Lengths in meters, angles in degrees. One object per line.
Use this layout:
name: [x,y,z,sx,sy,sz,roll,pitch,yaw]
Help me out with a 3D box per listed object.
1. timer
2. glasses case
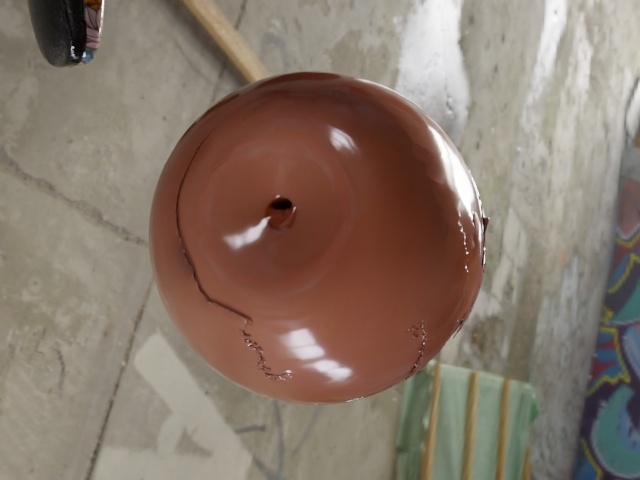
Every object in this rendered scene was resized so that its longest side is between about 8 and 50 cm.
timer: [0.000,0.000,0.600,0.215,0.230,0.229,33,67,-71]
glasses case: [-0.318,-0.375,1.052,0.082,0.122,0.321,-8,103,-34]
